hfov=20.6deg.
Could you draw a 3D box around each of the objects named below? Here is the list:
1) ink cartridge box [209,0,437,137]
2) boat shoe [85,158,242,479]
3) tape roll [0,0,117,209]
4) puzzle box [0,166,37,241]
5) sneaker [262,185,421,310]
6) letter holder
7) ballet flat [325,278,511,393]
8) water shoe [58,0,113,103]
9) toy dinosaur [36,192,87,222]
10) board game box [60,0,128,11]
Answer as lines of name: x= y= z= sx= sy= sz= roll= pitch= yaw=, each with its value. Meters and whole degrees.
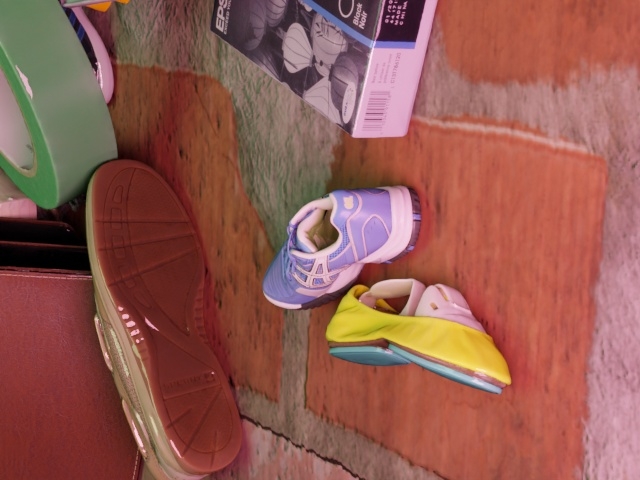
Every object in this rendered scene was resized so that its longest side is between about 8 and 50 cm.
ink cartridge box: x=-0.017 y=-0.228 z=1.567 sx=0.332 sy=0.065 sz=0.165 roll=40 pitch=126 yaw=50
boat shoe: x=-0.182 y=0.085 z=1.800 sx=0.110 sy=0.121 sz=0.341 roll=-36 pitch=64 yaw=52
tape roll: x=-0.331 y=-0.189 z=1.868 sx=0.321 sy=0.077 sz=0.321 roll=49 pitch=157 yaw=29
puzzle box: x=-0.437 y=0.010 z=2.201 sx=0.409 sy=0.052 sz=0.272 roll=37 pitch=132 yaw=55
sneaker: x=0.000 y=0.000 z=1.532 sx=0.211 sy=0.081 sz=0.080 roll=-38 pitch=50 yaw=50
letter holder: x=-0.297 y=0.143 z=1.972 sx=0.152 sy=0.214 sz=0.302 roll=-98 pitch=13 yaw=-68
ballet flat: x=0.080 y=0.071 z=1.439 sx=0.231 sy=0.077 sz=0.077 roll=6 pitch=75 yaw=59
water shoe: x=-0.301 y=-0.234 z=1.956 sx=0.073 sy=0.080 sz=0.203 roll=-14 pitch=101 yaw=57
toy dinosaur: x=-0.312 y=-0.032 z=2.060 sx=0.118 sy=0.064 sz=0.268 roll=26 pitch=119 yaw=58
board game box: x=-0.102 y=-0.409 z=1.611 sx=0.390 sy=0.050 sz=0.390 roll=4 pitch=82 yaw=57
